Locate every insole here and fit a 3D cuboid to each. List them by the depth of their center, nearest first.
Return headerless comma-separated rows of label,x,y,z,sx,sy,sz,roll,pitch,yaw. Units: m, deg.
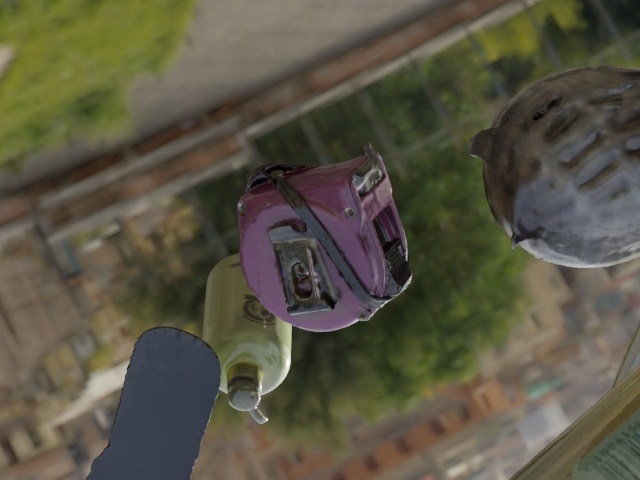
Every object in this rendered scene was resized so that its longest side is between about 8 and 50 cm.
insole,-0.157,0.209,1.614,0.007,0.109,0.322,-55,166,-63

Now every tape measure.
tape measure,0.000,0.000,1.331,0.118,0.125,0.074,-12,-163,33

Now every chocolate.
chocolate,0.197,-0.046,0.939,0.248,0.110,0.110,-12,169,-2

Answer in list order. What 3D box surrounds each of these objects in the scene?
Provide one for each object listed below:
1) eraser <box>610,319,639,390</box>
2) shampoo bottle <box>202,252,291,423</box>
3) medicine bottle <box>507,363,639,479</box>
eraser,0.388,0.050,1.577,0.331,0.331,0.150,-32,-176,24
shampoo bottle,-0.065,0.086,1.654,0.079,0.079,0.162,-32,-149,23
medicine bottle,0.046,0.217,0.902,0.426,0.108,0.108,-37,173,-18
